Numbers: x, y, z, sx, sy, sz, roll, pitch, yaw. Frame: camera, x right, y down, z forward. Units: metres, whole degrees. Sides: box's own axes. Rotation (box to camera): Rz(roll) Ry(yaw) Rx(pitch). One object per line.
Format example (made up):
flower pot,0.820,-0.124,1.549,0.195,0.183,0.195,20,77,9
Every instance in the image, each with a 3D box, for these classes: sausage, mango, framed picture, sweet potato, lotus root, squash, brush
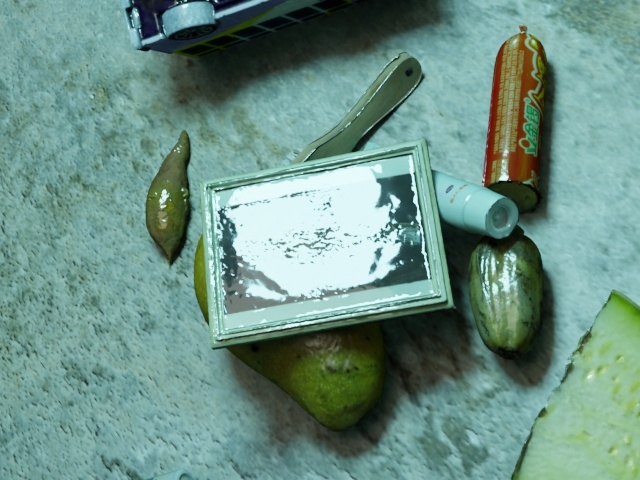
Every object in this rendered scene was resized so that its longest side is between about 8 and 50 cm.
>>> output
sausage,0.248,-0.165,1.499,0.083,0.083,0.264,-5,61,27
mango,-0.036,0.083,1.472,0.329,0.175,0.177,42,126,37
framed picture,0.000,0.000,1.409,0.293,0.018,0.231,-11,64,6
sweet potato,-0.222,-0.077,1.725,0.068,0.068,0.226,-11,59,24
lotus root,0.218,0.059,1.388,0.089,0.080,0.179,-4,62,13
squash,0.345,0.208,1.192,0.237,0.204,0.155,-57,30,-10
brush,0.012,-0.138,1.631,0.327,0.070,0.065,-47,41,-3

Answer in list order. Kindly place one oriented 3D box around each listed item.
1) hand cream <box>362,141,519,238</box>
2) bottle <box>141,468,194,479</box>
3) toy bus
hand cream,0.129,-0.061,1.492,0.085,0.058,0.331,-58,31,-5
bottle,-0.262,0.347,1.517,0.217,0.060,0.060,-19,56,21
toy bus,-0.060,-0.423,1.706,0.439,0.249,0.209,-15,86,22
